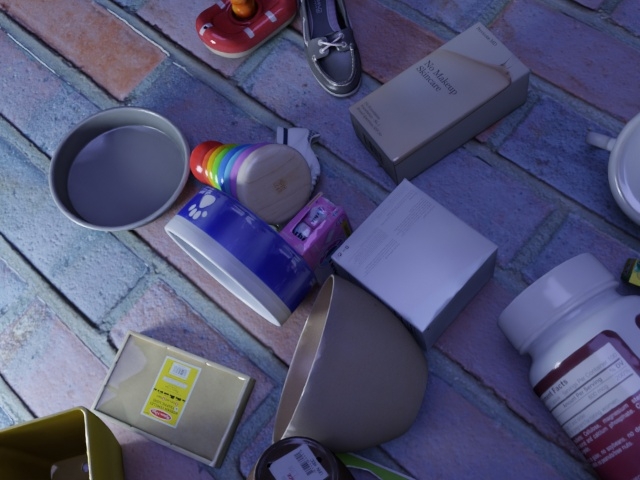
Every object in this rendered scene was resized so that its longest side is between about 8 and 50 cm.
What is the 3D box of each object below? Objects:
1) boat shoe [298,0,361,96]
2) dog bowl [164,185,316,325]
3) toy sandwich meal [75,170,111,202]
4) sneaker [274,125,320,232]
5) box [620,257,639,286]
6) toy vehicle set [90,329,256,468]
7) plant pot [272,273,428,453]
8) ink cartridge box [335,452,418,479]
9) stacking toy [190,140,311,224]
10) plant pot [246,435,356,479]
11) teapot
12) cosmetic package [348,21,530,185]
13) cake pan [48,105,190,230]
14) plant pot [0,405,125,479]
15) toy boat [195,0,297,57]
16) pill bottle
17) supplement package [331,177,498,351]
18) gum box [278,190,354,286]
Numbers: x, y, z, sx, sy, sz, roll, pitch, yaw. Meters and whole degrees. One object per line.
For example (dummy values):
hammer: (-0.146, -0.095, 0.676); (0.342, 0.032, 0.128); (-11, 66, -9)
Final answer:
boat shoe: (0.008, -0.462, 1.433); (0.112, 0.095, 0.334); (-15, 66, 5)
dog bowl: (-0.138, 0.028, 1.172); (0.265, 0.265, 0.104); (36, 78, 22)
toy sandwich meal: (-0.485, -0.112, 1.432); (0.086, 0.029, 0.085); (-1, 67, 2)
sneaker: (-0.044, -0.116, 1.314); (0.095, 0.090, 0.234); (4, 74, -12)
box: (0.541, 0.064, 1.062); (0.105, 0.179, 0.043); (21, 94, 19)
toy vehicle set: (-0.269, 0.283, 1.220); (0.267, 0.035, 0.165); (18, 73, 18)
plant pot: (0.059, 0.218, 1.073); (0.191, 0.284, 0.283); (20, 72, -6)
ink cartridge box: (0.034, 0.476, 1.052); (0.189, 0.097, 0.255); (18, 48, 18)
stacking toy: (-0.152, -0.132, 1.261); (0.141, 0.141, 0.330); (-49, 33, -10)
plant pot: (-0.027, 0.372, 0.927); (0.216, 0.230, 0.215); (-1, 46, 1)
teapot: (0.614, -0.122, 1.128); (0.253, 0.187, 0.255); (-26, 81, 30)
cosmetic package: (0.228, -0.262, 1.298); (0.310, 0.113, 0.160); (-35, 65, -3)
cake pan: (-0.411, -0.144, 1.395); (0.294, 0.054, 0.292); (-1, 67, 3)
plant pot: (-0.431, 0.417, 1.116); (0.212, 0.187, 0.212); (-17, 66, 5)
toy boat: (-0.170, -0.512, 1.460); (0.231, 0.151, 0.151); (-40, 66, -6)
pill bottle: (0.456, 0.224, 0.990); (0.224, 0.224, 0.392); (-33, 65, -3)
supplement package: (0.165, 0.045, 1.164); (0.203, 0.149, 0.194); (40, 80, 23)
gum box: (0.000, 0.000, 1.195); (0.062, 0.188, 0.107); (39, 81, 23)
